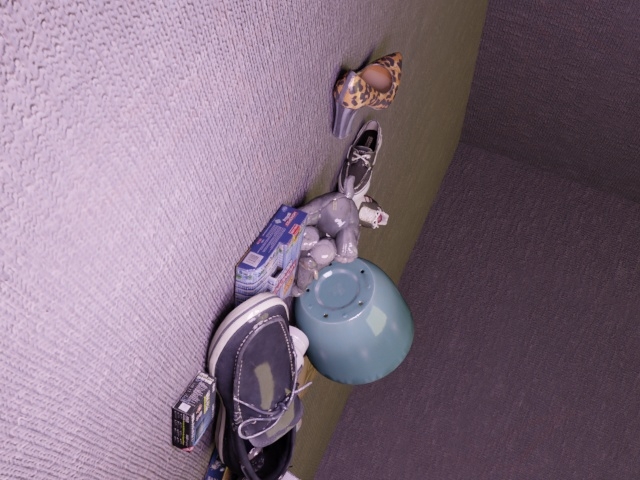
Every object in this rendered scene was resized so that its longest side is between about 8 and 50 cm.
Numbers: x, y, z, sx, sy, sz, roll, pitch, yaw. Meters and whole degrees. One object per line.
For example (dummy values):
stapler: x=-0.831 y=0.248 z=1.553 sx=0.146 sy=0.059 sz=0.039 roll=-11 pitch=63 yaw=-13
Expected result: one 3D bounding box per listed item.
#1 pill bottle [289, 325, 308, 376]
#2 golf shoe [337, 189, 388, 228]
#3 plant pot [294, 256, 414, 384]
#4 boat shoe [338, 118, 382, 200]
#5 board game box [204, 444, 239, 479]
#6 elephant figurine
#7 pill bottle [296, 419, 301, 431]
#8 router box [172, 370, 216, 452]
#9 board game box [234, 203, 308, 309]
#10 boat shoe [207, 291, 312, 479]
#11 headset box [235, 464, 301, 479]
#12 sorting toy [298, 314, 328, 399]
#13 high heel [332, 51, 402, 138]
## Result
pill bottle: x=-0.099 y=0.282 z=1.670 sx=0.108 sy=0.107 sz=0.180 roll=98 pitch=18 yaw=-46
golf shoe: x=0.100 y=-0.083 z=1.888 sx=0.105 sy=0.120 sz=0.273 roll=-69 pitch=166 yaw=8
plant pot: x=0.066 y=0.173 z=1.826 sx=0.293 sy=0.292 sz=0.235 roll=-63 pitch=152 yaw=-24
boat shoe: x=0.095 y=-0.197 z=1.790 sx=0.070 sy=0.077 sz=0.220 roll=90 pitch=16 yaw=-60
board game box: x=-0.199 y=0.470 z=1.708 sx=0.165 sy=0.042 sz=0.244 roll=-22 pitch=132 yaw=-73
elephant figurine: x=0.000 y=0.000 z=1.600 sx=0.239 sy=0.185 sz=0.170 roll=106 pitch=-34 yaw=-72
pill bottle: x=-0.116 y=0.518 z=2.028 sx=0.160 sy=0.087 sz=0.087 roll=-30 pitch=139 yaw=-70
router box: x=-0.226 y=0.308 z=1.337 sx=0.092 sy=0.038 sz=0.123 roll=-57 pitch=163 yaw=-46
board game box: x=-0.096 y=0.065 z=1.437 sx=0.194 sy=0.060 sz=0.194 roll=97 pitch=19 yaw=-45
boat shoe: x=-0.110 y=0.300 z=1.433 sx=0.186 sy=0.156 sz=0.501 roll=-27 pitch=140 yaw=-34
headset box: x=-0.164 y=0.626 z=1.719 sx=0.283 sy=0.131 sz=0.246 roll=-52 pitch=171 yaw=-20
sorting toy: x=-0.016 y=0.328 z=2.264 sx=0.229 sy=0.041 sz=0.307 roll=-46 pitch=154 yaw=-50
high heel: x=0.114 y=-0.347 z=1.549 sx=0.261 sy=0.093 sz=0.186 roll=-53 pitch=168 yaw=-24
